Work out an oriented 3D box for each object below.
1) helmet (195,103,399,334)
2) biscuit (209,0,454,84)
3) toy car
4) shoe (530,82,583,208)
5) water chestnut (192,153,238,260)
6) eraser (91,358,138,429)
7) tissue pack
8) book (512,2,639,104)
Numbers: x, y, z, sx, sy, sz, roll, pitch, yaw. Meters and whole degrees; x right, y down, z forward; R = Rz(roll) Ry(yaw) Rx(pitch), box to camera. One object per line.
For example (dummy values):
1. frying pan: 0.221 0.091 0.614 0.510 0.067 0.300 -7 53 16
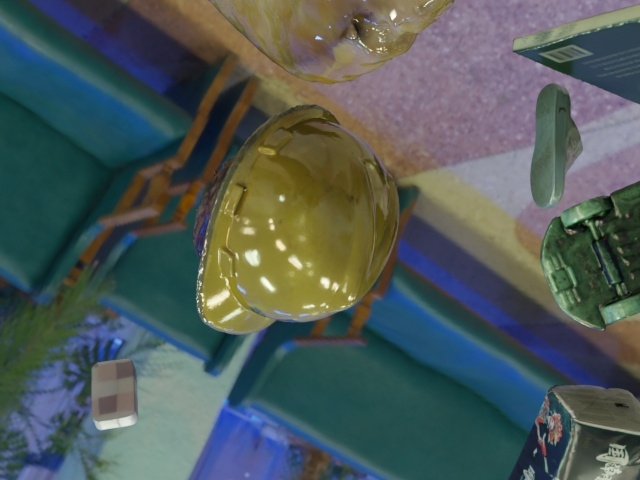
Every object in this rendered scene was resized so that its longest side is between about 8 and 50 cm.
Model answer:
1. helmet: 0.000 0.000 1.004 0.140 0.256 0.205 23 -177 36
2. biscuit: -0.013 -0.333 0.671 0.446 0.104 0.429 50 139 37
3. toy car: 0.394 -0.009 1.072 0.306 0.136 0.125 -25 170 19
4. shoe: 0.372 -0.144 1.528 0.078 0.195 0.079 4 170 -17
5. water chestnut: -0.068 -0.022 1.899 0.351 0.302 0.350 21 124 35
6. eraser: -0.304 0.226 1.472 0.065 0.105 0.026 -9 138 -1
7. tissue pack: 0.265 0.237 1.032 0.103 0.170 0.090 9 -155 -13
8. book: 0.490 -0.260 1.417 0.371 0.043 0.260 10 170 -41
